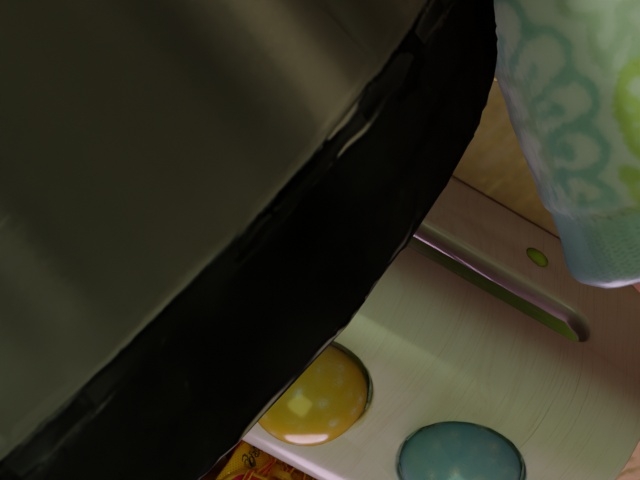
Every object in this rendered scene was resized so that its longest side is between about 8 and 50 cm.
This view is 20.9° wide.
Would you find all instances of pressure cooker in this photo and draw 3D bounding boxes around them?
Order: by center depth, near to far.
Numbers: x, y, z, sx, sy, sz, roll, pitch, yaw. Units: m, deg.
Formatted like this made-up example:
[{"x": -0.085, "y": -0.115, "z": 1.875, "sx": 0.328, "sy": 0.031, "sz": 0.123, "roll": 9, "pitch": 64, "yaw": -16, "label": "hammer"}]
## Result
[{"x": -0.202, "y": -0.106, "z": 0.467, "sx": 0.370, "sy": 0.375, "sz": 0.420, "roll": -26, "pitch": 111, "yaw": 45, "label": "pressure cooker"}]

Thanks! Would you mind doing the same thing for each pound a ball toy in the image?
[{"x": 0.000, "y": 0.000, "z": 0.751, "sx": 0.319, "sy": 0.136, "sz": 0.208, "roll": 30, "pitch": 127, "yaw": -12, "label": "pound a ball toy"}]

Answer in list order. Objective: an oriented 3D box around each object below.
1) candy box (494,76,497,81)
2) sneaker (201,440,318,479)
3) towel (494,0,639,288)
[{"x": 0.146, "y": -0.153, "z": 0.644, "sx": 0.159, "sy": 0.071, "sz": 0.233, "roll": 17, "pitch": 129, "yaw": -3, "label": "candy box"}, {"x": -0.023, "y": 0.141, "z": 0.911, "sx": 0.175, "sy": 0.064, "sz": 0.067, "roll": 7, "pitch": 118, "yaw": 3, "label": "sneaker"}, {"x": 0.204, "y": -0.184, "z": 0.514, "sx": 0.374, "sy": 0.090, "sz": 0.321, "roll": -18, "pitch": 102, "yaw": 8, "label": "towel"}]
